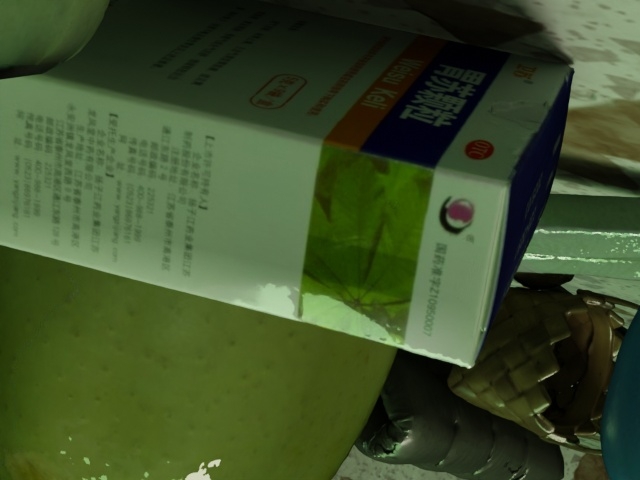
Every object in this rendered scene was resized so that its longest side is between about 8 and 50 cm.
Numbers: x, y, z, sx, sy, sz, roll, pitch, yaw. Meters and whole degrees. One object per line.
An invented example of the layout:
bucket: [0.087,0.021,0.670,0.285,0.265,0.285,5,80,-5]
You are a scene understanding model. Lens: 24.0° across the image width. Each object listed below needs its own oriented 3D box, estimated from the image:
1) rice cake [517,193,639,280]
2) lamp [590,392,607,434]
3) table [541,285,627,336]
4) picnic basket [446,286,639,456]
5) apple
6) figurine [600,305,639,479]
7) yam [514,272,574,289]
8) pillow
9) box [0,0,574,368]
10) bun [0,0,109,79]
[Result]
rice cake: [0.231,0.002,1.048,0.222,0.042,0.080,4,151,13]
lamp: [0.413,0.243,1.784,0.089,0.090,0.325,19,-173,-15]
table: [0.342,0.162,1.414,0.317,0.317,0.249,22,-179,-30]
picnic basket: [0.209,0.103,1.196,0.178,0.128,0.138,9,177,34]
apple: [-0.106,0.043,1.103,0.357,0.357,0.357,15,170,3]
figurine: [0.315,0.007,0.682,0.416,0.243,0.298,-3,165,-16]
yam: [0.121,-0.024,1.125,0.066,0.066,0.300,10,169,31]
pillow: [0.060,0.091,1.347,0.228,0.101,0.326,20,-154,-43]
box: [-0.030,-0.053,0.823,0.299,0.106,0.200,13,-154,13]
bun: [-0.223,-0.160,0.637,0.283,0.179,0.283,4,-169,-1]
